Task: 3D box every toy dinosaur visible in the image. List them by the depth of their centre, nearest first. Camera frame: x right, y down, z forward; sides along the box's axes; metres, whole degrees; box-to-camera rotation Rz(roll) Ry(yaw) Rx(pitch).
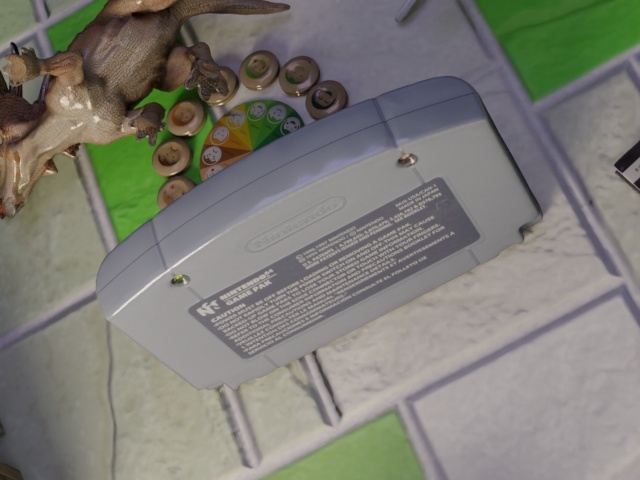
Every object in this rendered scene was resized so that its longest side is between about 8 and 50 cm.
[{"bbox_3d":[-0.180,-0.151,1.165,0.296,0.127,0.200,-39,19,-15],"label":"toy dinosaur"}]

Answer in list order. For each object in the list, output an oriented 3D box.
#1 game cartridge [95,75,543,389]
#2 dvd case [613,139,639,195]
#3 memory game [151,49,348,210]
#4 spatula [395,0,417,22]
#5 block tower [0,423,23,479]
[{"bbox_3d":[0.000,0.000,0.969,0.294,0.196,0.060,-28,60,9],"label":"game cartridge"},{"bbox_3d":[0.337,-0.037,0.946,0.164,0.018,0.221,-43,58,1],"label":"dvd case"},{"bbox_3d":[-0.058,-0.078,1.138,0.186,0.012,0.186,-9,64,19],"label":"memory game"},{"bbox_3d":[0.133,-0.283,1.074,0.019,0.168,0.242,37,88,-1],"label":"spatula"},{"bbox_3d":[-0.302,0.178,1.078,0.097,0.091,0.335,-35,57,5],"label":"block tower"}]
